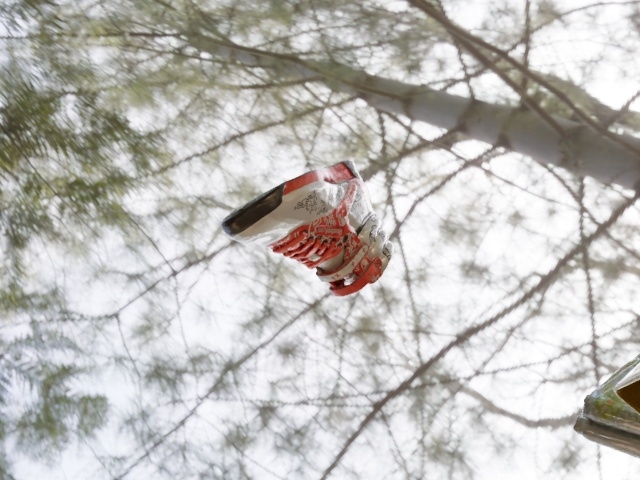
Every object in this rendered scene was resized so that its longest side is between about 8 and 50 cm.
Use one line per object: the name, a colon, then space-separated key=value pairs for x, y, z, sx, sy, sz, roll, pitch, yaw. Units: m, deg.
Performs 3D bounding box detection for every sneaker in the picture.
sneaker: x=0.001 y=-0.001 z=1.124 sx=0.090 sy=0.270 sz=0.145 roll=-26 pitch=-89 yaw=27

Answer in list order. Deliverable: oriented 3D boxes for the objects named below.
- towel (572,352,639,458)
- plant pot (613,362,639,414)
towel: x=0.608 y=0.260 z=1.496 sx=0.320 sy=0.374 sz=0.090 roll=-24 pitch=-62 yaw=-46
plant pot: x=0.528 y=0.167 z=1.240 sx=0.212 sy=0.212 sz=0.187 roll=40 pitch=-107 yaw=9
